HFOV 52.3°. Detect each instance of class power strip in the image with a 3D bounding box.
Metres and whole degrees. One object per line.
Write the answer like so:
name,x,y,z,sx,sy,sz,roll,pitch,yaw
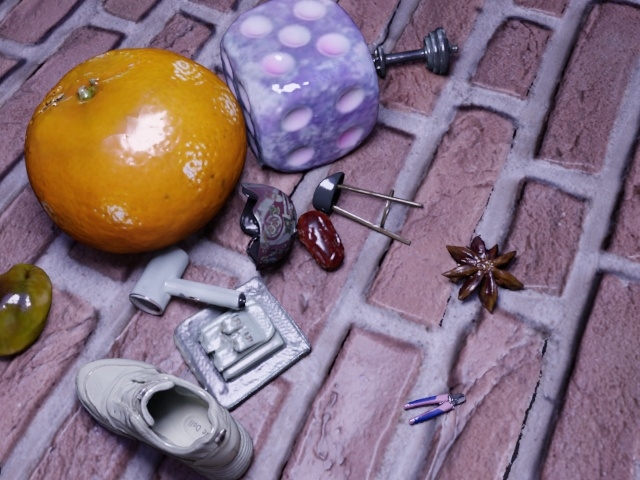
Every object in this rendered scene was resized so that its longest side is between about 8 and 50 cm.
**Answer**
power strip,-0.151,0.179,1.212,0.213,0.064,0.198,-34,66,-18

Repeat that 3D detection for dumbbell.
dumbbell,0.200,-0.436,1.548,0.254,0.110,0.110,-8,59,4

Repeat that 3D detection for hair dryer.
hair dryer,-0.238,0.084,1.238,0.236,0.073,0.131,8,58,26

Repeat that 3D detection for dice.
dice,-0.047,-0.330,1.389,0.271,0.270,0.270,-21,60,-11

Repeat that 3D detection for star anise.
star anise,0.318,0.059,1.274,0.167,0.057,0.168,-1,59,2

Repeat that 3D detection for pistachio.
pistachio,-0.568,0.125,1.234,0.110,0.100,0.189,6,58,9

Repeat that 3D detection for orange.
orange,-0.353,-0.183,1.253,0.424,0.326,0.424,-14,47,15

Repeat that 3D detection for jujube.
jujube,0.000,0.000,1.311,0.077,0.077,0.129,-23,71,-12

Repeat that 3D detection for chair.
chair,0.100,-0.080,1.348,0.221,0.104,0.095,16,35,6

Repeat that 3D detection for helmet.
helmet,-0.096,-0.031,1.291,0.107,0.153,0.177,-8,58,-18

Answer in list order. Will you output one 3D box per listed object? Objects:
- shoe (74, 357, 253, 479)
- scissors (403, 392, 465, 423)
shoe,-0.273,0.269,1.077,0.342,0.210,0.132,24,63,15
scissors,0.205,0.295,1.163,0.113,0.012,0.039,-14,60,-7
